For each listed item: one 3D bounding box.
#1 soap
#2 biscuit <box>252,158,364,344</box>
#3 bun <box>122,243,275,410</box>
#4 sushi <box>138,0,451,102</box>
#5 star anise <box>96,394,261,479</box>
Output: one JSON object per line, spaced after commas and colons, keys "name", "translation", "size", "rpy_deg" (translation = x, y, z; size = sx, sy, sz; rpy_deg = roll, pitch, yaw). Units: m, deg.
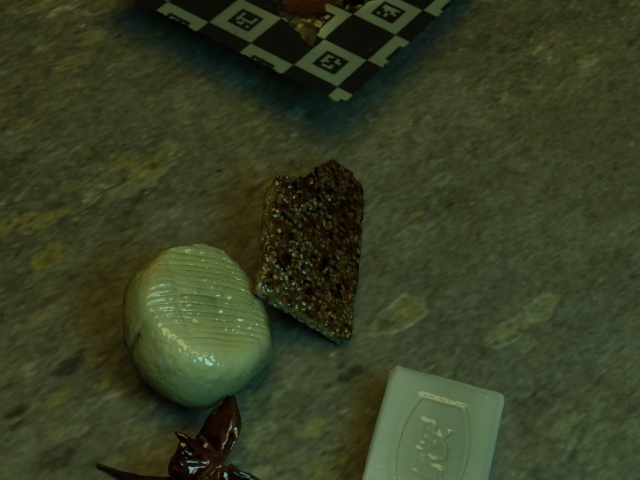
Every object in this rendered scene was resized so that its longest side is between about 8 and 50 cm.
{"name": "soap", "translation": [0.103, 0.220, 1.541], "size": [0.121, 0.064, 0.183], "rpy_deg": [14, 51, 4]}
{"name": "biscuit", "translation": [-0.008, -0.009, 1.702], "size": [0.131, 0.026, 0.237], "rpy_deg": [34, 43, -29]}
{"name": "bun", "translation": [-0.128, 0.090, 1.608], "size": [0.164, 0.111, 0.188], "rpy_deg": [2, 47, -29]}
{"name": "sushi", "translation": [-0.029, -0.308, 1.976], "size": [0.359, 0.064, 0.343], "rpy_deg": [29, 49, 20]}
{"name": "star anise", "translation": [-0.128, 0.241, 1.509], "size": [0.158, 0.144, 0.140], "rpy_deg": [-7, 64, -50]}
